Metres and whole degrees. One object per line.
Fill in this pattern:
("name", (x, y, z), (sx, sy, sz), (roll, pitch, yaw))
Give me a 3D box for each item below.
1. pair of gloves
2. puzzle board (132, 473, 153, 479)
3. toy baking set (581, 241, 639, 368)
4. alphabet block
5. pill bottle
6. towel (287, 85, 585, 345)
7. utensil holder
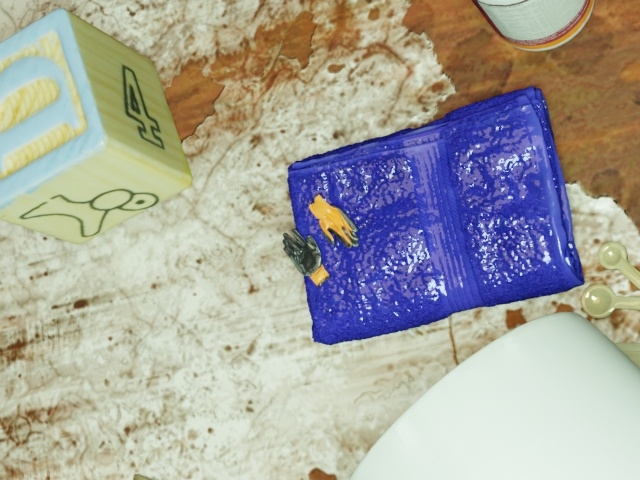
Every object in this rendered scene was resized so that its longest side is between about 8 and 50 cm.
("pair of gloves", (0.000, 0.000, 1.320), (0.074, 0.010, 0.083), (47, 107, 20))
("puzzle board", (-0.187, 0.326, 1.381), (0.128, 0.011, 0.096), (5, 81, 51))
("toy baking set", (0.375, 0.060, 1.200), (0.256, 0.030, 0.196), (-27, 69, 17))
("alphabet block", (-0.300, -0.130, 1.457), (0.192, 0.197, 0.193), (-25, 70, 17))
("pill bottle", (0.203, -0.285, 1.249), (0.121, 0.221, 0.121), (-6, 76, 23))
("towel", (0.113, -0.026, 1.313), (0.308, 0.076, 0.227), (-16, 71, 21))
("utensil holder", (0.245, 0.298, 1.044), (0.327, 0.327, 0.385), (-45, 64, 9))
